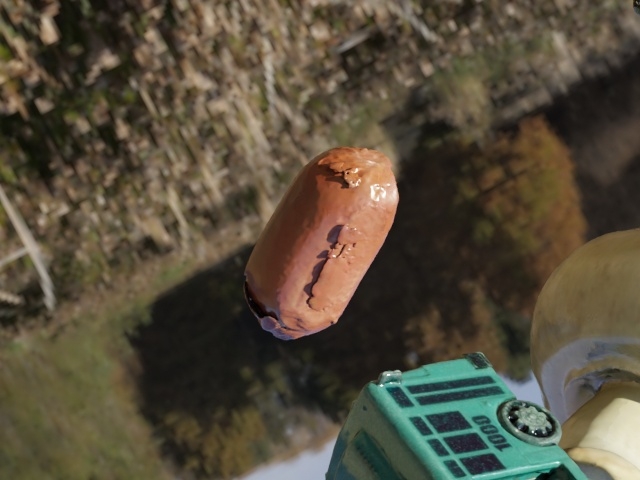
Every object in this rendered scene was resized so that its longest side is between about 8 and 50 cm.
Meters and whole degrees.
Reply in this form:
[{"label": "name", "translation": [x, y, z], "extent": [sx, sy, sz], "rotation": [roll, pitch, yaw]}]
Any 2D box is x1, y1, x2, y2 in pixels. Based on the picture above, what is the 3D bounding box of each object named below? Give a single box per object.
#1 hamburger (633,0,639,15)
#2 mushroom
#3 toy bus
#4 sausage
[{"label": "hamburger", "translation": [0.243, -0.108, 0.611], "extent": [0.132, 0.309, 0.211], "rotation": [-52, 154, 3]}, {"label": "mushroom", "translation": [0.316, 0.121, 1.219], "extent": [0.315, 0.315, 0.356], "rotation": [-28, 162, 12]}, {"label": "toy bus", "translation": [0.113, 0.199, 0.962], "extent": [0.147, 0.256, 0.128], "rotation": [-4, 127, -34]}, {"label": "sausage", "translation": [0.000, 0.000, 0.934], "extent": [0.141, 0.076, 0.076], "rotation": [-57, 167, 22]}]
